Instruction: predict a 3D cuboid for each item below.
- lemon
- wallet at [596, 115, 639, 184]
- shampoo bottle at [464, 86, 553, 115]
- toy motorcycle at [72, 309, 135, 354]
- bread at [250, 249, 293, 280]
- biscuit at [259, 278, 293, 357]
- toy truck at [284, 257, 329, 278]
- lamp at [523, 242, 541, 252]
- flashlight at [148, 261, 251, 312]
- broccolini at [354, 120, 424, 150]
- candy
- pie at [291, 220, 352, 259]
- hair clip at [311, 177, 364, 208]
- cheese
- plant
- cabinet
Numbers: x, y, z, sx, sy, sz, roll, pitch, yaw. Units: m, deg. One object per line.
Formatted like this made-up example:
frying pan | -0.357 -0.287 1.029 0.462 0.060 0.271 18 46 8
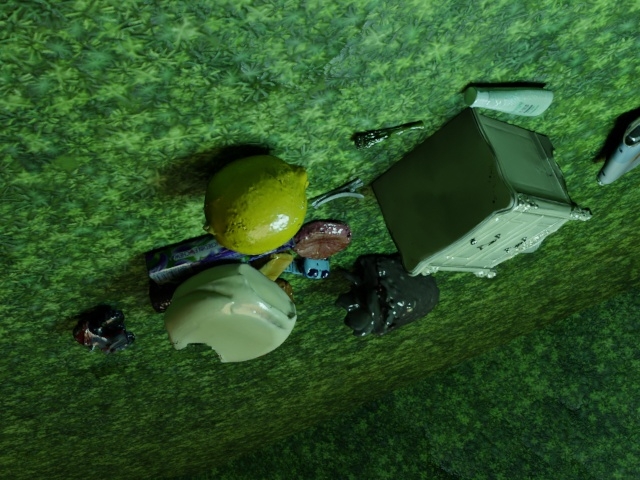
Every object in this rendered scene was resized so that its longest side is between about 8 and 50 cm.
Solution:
lemon | -0.111 -0.066 1.373 0.206 0.173 0.173 -29 157 -1
wallet | 0.723 -0.225 1.788 0.170 0.069 0.231 -35 162 -7
shampoo bottle | 0.347 -0.263 1.447 0.190 0.041 0.069 -2 157 -34
toy motorcycle | -0.506 0.225 1.830 0.122 0.082 0.213 -16 156 -10
bread | -0.125 0.065 1.790 0.132 0.053 0.074 -43 150 24
biscuit | -0.129 0.195 1.953 0.036 0.212 0.212 21 170 23
toy truck | -0.040 0.059 1.856 0.074 0.063 0.136 -13 163 42
lamp | 0.498 -0.007 2.069 0.193 0.106 0.106 -14 158 8
flashlight | -0.268 0.097 1.737 0.232 0.093 0.093 -15 157 4
broccolini | 0.128 -0.196 1.452 0.140 0.030 0.035 -17 166 -16
candy | -0.208 0.022 1.633 0.312 0.061 0.088 -17 156 -4
pie | 0.000 0.000 1.772 0.153 0.038 0.153 -14 155 -7
hair clip | 0.037 -0.089 1.605 0.115 0.039 0.030 -22 152 12
cheese | -0.190 0.161 1.661 0.233 0.127 0.266 -28 137 21
plant | 0.162 0.146 2.028 0.276 0.199 0.188 -9 152 -39
cabinet | 0.337 -0.078 1.617 0.318 0.227 0.290 6 146 -45
